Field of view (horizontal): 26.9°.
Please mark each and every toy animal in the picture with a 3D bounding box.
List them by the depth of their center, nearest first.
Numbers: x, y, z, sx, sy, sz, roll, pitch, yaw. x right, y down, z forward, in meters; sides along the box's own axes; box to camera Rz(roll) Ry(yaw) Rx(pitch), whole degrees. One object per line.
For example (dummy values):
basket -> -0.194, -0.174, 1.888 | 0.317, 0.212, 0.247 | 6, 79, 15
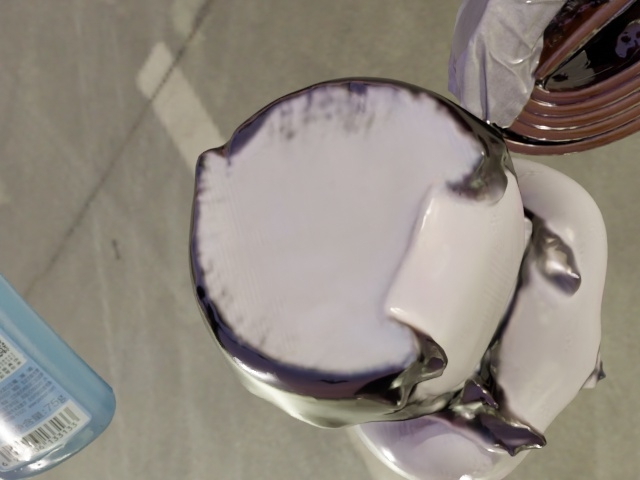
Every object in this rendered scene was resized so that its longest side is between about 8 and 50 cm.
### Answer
toy animal -> 0.073, 0.034, 0.922 | 0.251, 0.310, 0.251 | -12, 63, 24

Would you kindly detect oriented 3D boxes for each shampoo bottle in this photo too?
shampoo bottle -> -0.231, 0.059, 0.844 | 0.258, 0.104, 0.061 | 59, -179, -46

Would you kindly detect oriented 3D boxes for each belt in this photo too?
belt -> 0.275, -0.222, 1.279 | 0.339, 0.122, 0.217 | -38, 110, 13
